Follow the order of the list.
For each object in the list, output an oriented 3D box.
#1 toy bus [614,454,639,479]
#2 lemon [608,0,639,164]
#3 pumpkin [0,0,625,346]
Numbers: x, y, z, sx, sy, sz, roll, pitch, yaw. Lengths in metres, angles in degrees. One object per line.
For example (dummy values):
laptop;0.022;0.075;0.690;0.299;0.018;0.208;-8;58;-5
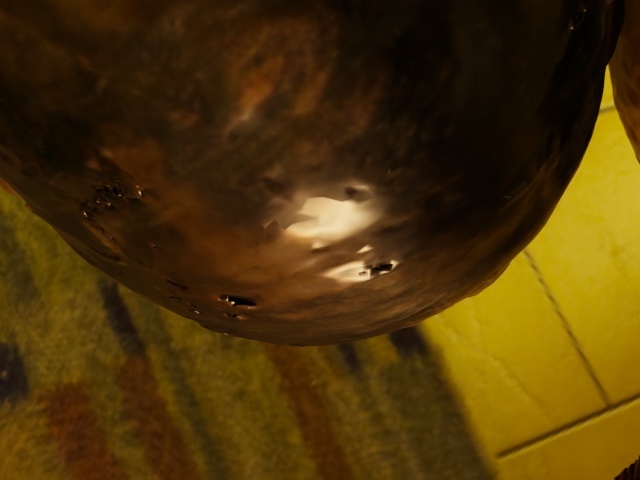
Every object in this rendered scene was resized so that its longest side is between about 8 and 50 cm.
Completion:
toy bus;0.168;0.080;0.420;0.093;0.409;0.092;17;52;2
lemon;0.299;-0.112;0.723;0.258;0.258;0.310;-41;116;-34
pumpkin;-0.047;-0.148;0.672;0.454;0.454;0.344;45;98;5
